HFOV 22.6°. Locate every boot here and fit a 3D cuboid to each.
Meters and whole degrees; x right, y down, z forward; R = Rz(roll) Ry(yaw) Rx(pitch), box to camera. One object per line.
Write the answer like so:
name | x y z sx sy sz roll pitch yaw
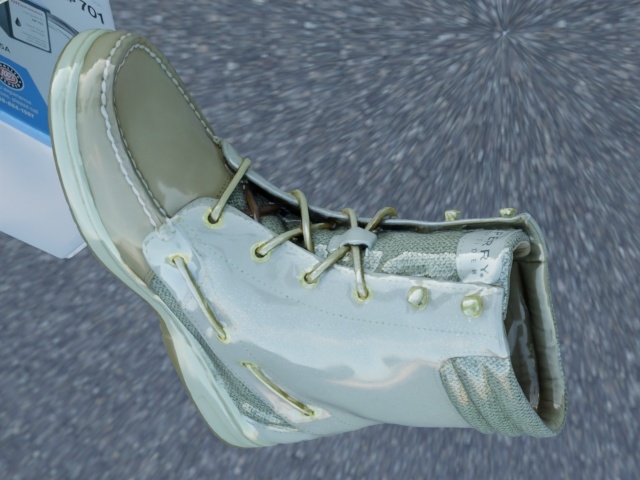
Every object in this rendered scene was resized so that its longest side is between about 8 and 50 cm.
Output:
boot | 0.000 0.000 0.632 0.165 0.077 0.213 -3 129 31

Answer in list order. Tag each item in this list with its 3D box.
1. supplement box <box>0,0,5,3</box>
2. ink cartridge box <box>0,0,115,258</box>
supplement box | -0.252 -0.267 0.669 0.195 0.194 0.356 -27 131 -3
ink cartridge box | -0.186 -0.103 0.924 0.082 0.140 0.190 -35 50 25
